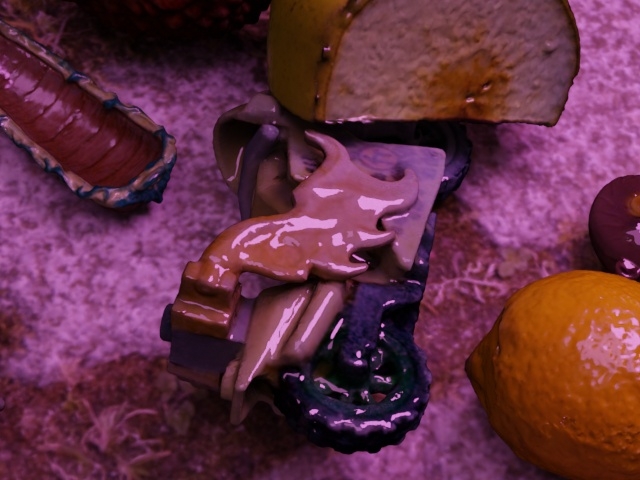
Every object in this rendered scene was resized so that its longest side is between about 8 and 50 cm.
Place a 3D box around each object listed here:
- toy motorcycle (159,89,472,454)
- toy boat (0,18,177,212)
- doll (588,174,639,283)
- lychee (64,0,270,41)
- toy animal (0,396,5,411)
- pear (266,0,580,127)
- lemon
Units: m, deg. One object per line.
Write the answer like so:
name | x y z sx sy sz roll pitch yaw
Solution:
toy motorcycle | 0.000 0.000 1.233 0.237 0.169 0.410 11 45 3
toy boat | -0.256 -0.128 1.374 0.293 0.099 0.108 40 68 14
doll | 0.317 -0.023 1.285 0.145 0.096 0.188 21 54 6
lychee | -0.161 -0.323 1.382 0.300 0.264 0.264 44 69 -5
toy animal | -0.365 0.154 1.235 0.176 0.073 0.217 -32 59 2
pear | 0.072 -0.209 1.309 0.292 0.159 0.292 7 19 -2
lemon | 0.223 0.112 1.163 0.180 0.180 0.193 -39 49 -17
